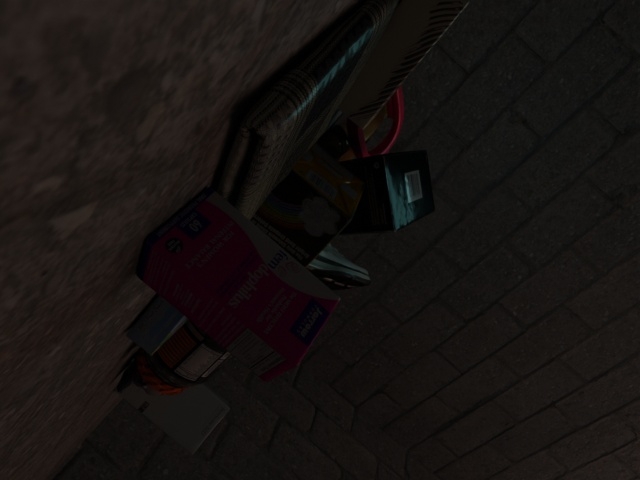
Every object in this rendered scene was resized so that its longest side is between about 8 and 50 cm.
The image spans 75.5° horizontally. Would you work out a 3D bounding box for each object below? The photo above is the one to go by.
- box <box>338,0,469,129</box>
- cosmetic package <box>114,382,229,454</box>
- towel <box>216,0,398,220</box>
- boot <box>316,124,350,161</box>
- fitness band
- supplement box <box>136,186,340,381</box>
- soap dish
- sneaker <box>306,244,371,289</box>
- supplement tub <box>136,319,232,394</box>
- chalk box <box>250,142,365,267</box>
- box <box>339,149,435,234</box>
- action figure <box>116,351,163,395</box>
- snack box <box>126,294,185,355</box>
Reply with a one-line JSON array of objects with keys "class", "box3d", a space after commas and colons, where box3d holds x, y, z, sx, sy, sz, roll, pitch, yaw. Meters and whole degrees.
[{"class": "box", "box3d": [0.141, -0.350, 0.771, 0.275, 0.094, 0.113, -47, -175, 33]}, {"class": "cosmetic package", "box3d": [-0.567, 0.610, 1.613, 0.217, 0.385, 0.156, -51, -176, -19]}, {"class": "towel", "box3d": [-0.038, -0.167, 0.590, 0.312, 0.056, 0.324, -55, -176, -27]}, {"class": "boot", "box3d": [-0.004, -0.251, 1.296, 0.115, 0.112, 0.305, -33, 174, -14]}, {"class": "fitness band", "box3d": [0.162, -0.353, 1.215, 0.209, 0.054, 0.291, -49, 152, -11]}, {"class": "supplement box", "box3d": [-0.104, 0.059, 0.524, 0.111, 0.220, 0.114, -53, -174, -38]}, {"class": "soap dish", "box3d": [0.110, -0.365, 1.410, 0.229, 0.118, 0.291, -50, -177, -16]}, {"class": "sneaker", "box3d": [0.000, 0.000, 1.307, 0.169, 0.447, 0.258, -18, -119, 42]}, {"class": "supplement tub", "box3d": [-0.306, 0.234, 1.089, 0.338, 0.207, 0.207, -43, -175, 9]}, {"class": "chalk box", "box3d": [-0.068, -0.049, 0.916, 0.289, 0.180, 0.179, -45, -169, 33]}, {"class": "box", "box3d": [0.107, -0.126, 1.097, 0.293, 0.183, 0.296, -5, -170, 34]}, {"class": "action figure", "box3d": [-0.465, 0.352, 1.318, 0.341, 0.178, 0.330, -46, -166, 17]}, {"class": "snack box", "box3d": [-0.292, 0.125, 0.879, 0.175, 0.070, 0.207, -49, -177, 4]}]
